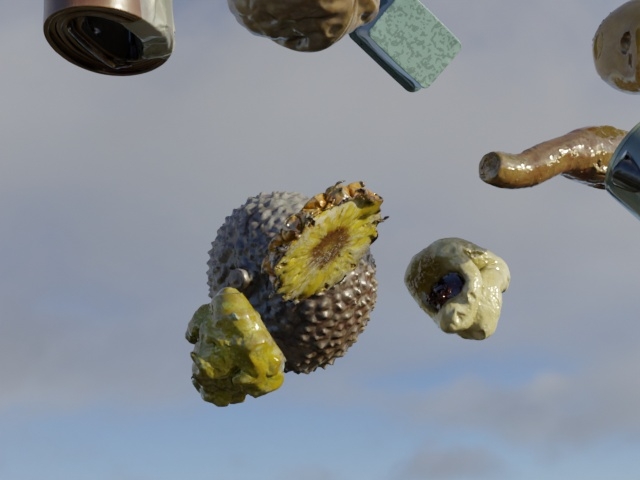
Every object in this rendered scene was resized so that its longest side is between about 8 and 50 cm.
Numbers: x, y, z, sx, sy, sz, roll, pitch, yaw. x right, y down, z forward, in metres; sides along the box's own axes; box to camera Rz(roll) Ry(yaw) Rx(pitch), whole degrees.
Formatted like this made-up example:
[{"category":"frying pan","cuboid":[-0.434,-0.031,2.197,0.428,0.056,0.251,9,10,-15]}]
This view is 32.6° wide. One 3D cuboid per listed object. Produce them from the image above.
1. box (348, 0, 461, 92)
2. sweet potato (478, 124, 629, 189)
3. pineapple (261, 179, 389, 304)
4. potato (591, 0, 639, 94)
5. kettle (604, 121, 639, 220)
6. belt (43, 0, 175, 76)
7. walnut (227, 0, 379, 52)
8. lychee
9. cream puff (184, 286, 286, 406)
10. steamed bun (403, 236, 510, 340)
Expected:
[{"category":"box","cuboid":[0.188,-0.440,2.376,0.227,0.162,0.130,40,2,-19]},{"category":"sweet potato","cuboid":[0.404,-0.126,1.695,0.385,0.109,0.109,-7,-14,-41]},{"category":"pineapple","cuboid":[0.000,0.000,1.468,0.221,0.047,0.221,-33,-28,-21]},{"category":"potato","cuboid":[0.530,-0.319,1.777,0.146,0.150,0.234,-28,15,-9]},{"category":"kettle","cuboid":[0.470,-0.047,1.253,0.211,0.243,0.159,-18,-45,-35]},{"category":"belt","cuboid":[-0.313,-0.337,1.642,0.184,0.105,0.261,-8,-16,13]},{"category":"walnut","cuboid":[-0.030,-0.450,1.909,0.273,0.273,0.227,-12,-61,15]},{"category":"lychee","cuboid":[-0.037,0.061,1.748,0.300,0.299,0.300,-6,-19,-2]},{"category":"cream puff","cuboid":[-0.113,0.135,1.327,0.116,0.146,0.146,-34,-19,-5]},{"category":"steamed bun","cuboid":[0.239,0.099,1.855,0.172,0.155,0.141,25,-54,-27]}]
